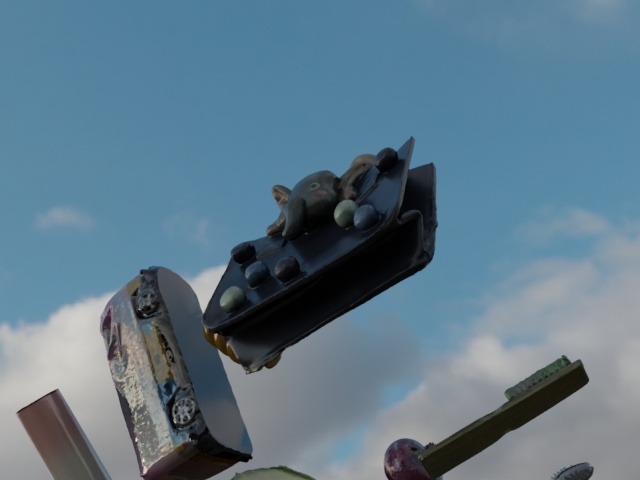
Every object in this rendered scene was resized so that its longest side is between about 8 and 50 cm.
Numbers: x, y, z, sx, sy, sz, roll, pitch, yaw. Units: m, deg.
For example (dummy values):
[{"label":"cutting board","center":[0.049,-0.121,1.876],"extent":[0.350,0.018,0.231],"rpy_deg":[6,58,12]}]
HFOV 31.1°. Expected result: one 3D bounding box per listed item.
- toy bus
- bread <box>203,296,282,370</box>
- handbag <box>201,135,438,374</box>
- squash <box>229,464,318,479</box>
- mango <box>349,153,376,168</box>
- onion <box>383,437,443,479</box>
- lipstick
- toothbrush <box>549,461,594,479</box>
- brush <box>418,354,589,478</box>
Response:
[{"label":"toy bus","center":[-0.272,0.239,2.022],"extent":[0.162,0.386,0.171],"rpy_deg":[-32,-31,15]},{"label":"bread","center":[-0.124,0.141,1.883],"extent":[0.084,0.177,0.119],"rpy_deg":[12,-79,-42]},{"label":"handbag","center":[0.000,0.000,1.513],"extent":[0.326,0.269,0.118],"rpy_deg":[-31,-66,23]},{"label":"squash","center":[-0.096,0.661,2.234],"extent":[0.263,0.263,0.384],"rpy_deg":[-2,-59,-19]},{"label":"mango","center":[0.107,-0.096,1.984],"extent":[0.102,0.184,0.085],"rpy_deg":[-3,-50,-31]},{"label":"onion","center":[0.160,0.378,1.917],"extent":[0.104,0.115,0.115],"rpy_deg":[-46,-37,12]},{"label":"lipstick","center":[-0.411,0.419,2.004],"extent":[0.087,0.327,0.087],"rpy_deg":[-31,-3,-2]},{"label":"toothbrush","center":[0.198,0.404,1.581],"extent":[0.413,0.035,0.042],"rpy_deg":[-24,-5,-12]},{"label":"brush","center":[0.270,0.259,1.715],"extent":[0.282,0.048,0.054],"rpy_deg":[-32,-58,-2]}]
